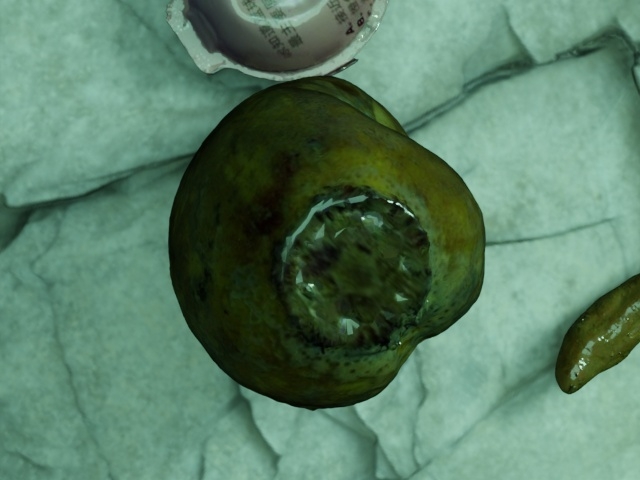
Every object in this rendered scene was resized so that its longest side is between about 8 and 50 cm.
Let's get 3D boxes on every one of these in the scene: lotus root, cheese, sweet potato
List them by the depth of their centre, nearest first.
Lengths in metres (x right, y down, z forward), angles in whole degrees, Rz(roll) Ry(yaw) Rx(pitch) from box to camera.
[{"bbox_3d":[0.000,0.000,1.092,0.250,0.346,0.250,-1,97,-5],"label":"lotus root"},{"bbox_3d":[0.001,-0.245,1.206,0.286,0.074,0.189,-37,92,0],"label":"cheese"},{"bbox_3d":[0.267,0.059,1.222,0.182,0.054,0.053,-42,58,5],"label":"sweet potato"}]
